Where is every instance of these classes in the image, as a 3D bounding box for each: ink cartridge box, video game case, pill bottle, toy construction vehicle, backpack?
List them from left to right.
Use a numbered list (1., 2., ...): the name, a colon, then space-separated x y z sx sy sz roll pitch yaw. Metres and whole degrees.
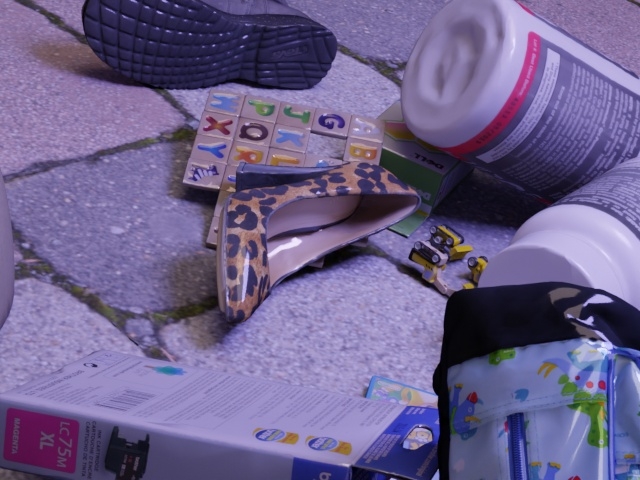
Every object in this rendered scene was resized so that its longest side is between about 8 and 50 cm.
1. ink cartridge box: -0.059 0.145 1.049 0.311 0.065 0.186 7 8 14
2. ink cartridge box: 0.098 -0.088 1.615 0.109 0.062 0.209 26 32 15
3. video game case: 0.085 0.180 1.214 0.119 0.015 0.166 18 31 3
4. toy construction vehicle: 0.135 0.025 1.482 0.098 0.035 0.086 37 26 27
5. pill bottle: 0.258 -0.133 1.587 0.319 0.176 0.176 24 23 -32
6. pill bottle: 0.279 0.026 1.414 0.161 0.161 0.283 32 34 25
7. backpack: 0.188 0.241 0.884 0.273 0.290 0.355 -3 51 28

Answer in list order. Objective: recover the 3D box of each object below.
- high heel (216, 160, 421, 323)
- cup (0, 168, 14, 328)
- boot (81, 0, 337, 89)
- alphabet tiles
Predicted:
1. high heel: 0.000 0.000 1.363 0.186 0.093 0.261 5 34 3
2. cup: -0.403 -0.067 1.181 0.331 0.237 0.331 12 31 -7
3. boot: -0.165 -0.278 1.781 0.338 0.118 0.222 8 26 -34
4. alphabet tiles: -0.040 -0.067 1.505 0.198 0.009 0.237 11 44 0
